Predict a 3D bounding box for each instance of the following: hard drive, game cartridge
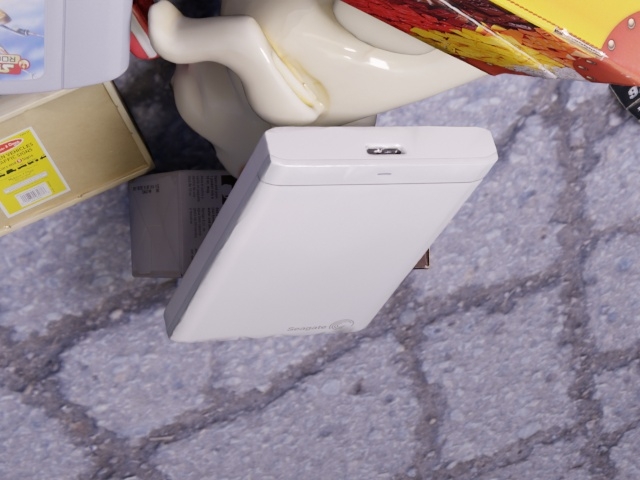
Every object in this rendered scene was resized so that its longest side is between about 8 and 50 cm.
[{"bbox_3d":[0.000,0.000,1.660,0.233,0.047,0.353,-2,152,-24],"label":"hard drive"},{"bbox_3d":[-0.319,-0.227,1.505,0.297,0.062,0.198,2,123,-7],"label":"game cartridge"}]

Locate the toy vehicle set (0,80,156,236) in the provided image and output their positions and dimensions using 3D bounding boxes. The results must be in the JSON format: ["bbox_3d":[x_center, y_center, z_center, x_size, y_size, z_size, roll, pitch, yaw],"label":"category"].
[{"bbox_3d":[-0.325,-0.084,1.756,0.267,0.035,0.166,-23,142,-1],"label":"toy vehicle set"}]

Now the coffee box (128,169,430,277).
[{"bbox_3d":[-0.046,-0.020,1.850,0.297,0.119,0.168,-2,180,-25],"label":"coffee box"}]

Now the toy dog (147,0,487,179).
[{"bbox_3d":[0.018,-0.213,1.614,0.395,0.284,0.408,14,140,-32],"label":"toy dog"}]

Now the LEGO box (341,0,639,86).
[{"bbox_3d":[0.139,-0.412,1.253,0.372,0.193,0.500,22,86,-34],"label":"LEGO box"}]

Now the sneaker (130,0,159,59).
[{"bbox_3d":[-0.248,-0.243,1.593,0.128,0.087,0.221,-23,131,12],"label":"sneaker"}]

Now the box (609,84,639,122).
[{"bbox_3d":[0.488,-0.206,2.027,0.220,0.051,0.175,-40,139,18],"label":"box"}]
